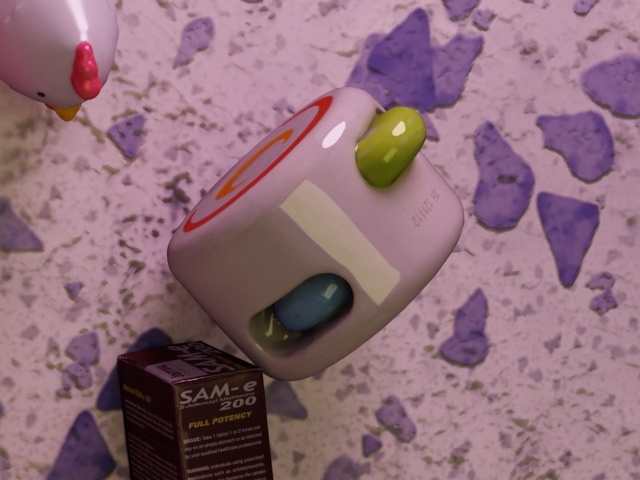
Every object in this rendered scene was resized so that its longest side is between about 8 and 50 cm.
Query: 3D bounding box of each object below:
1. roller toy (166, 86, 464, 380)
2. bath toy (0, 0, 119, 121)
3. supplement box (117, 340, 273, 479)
[{"bbox_3d":[0.000,0.000,1.410,0.191,0.209,0.146,-44,101,-12],"label":"roller toy"},{"bbox_3d":[-0.293,-0.104,1.313,0.348,0.129,0.151,-13,134,-21],"label":"bath toy"},{"bbox_3d":[-0.084,0.203,1.432,0.073,0.130,0.239,-10,100,-22],"label":"supplement box"}]
